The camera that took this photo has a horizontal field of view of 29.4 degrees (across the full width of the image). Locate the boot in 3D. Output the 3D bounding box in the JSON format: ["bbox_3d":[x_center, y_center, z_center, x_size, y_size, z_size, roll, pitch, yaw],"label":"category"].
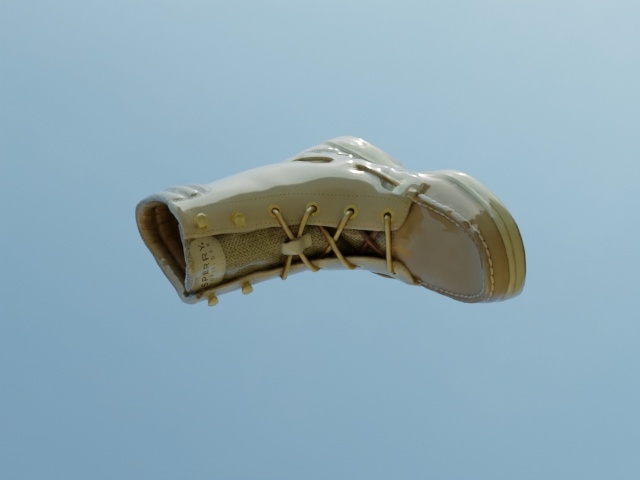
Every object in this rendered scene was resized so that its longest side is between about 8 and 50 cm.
[{"bbox_3d":[0.000,0.000,0.885,0.203,0.262,0.095,-16,-61,-29],"label":"boot"}]
